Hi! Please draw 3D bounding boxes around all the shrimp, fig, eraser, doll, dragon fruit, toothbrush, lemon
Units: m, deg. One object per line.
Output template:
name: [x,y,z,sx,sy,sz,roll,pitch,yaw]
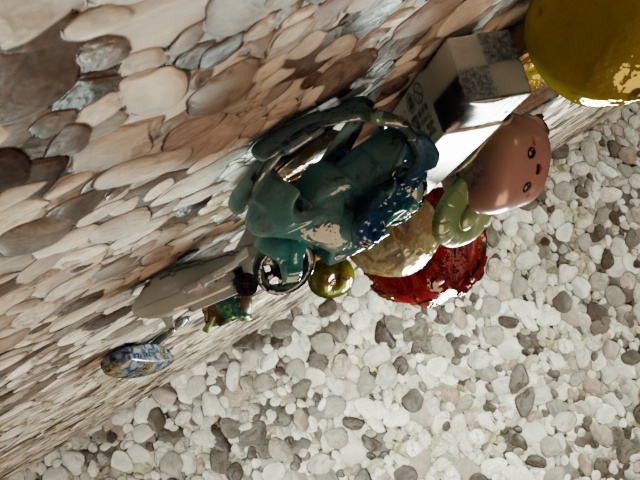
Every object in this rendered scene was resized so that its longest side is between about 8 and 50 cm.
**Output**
shrimp: [-0.039,-0.087,1.099,0.132,0.051,0.187,-5,147,-48]
fig: [0.014,0.077,2.267,0.133,0.185,0.126,-27,134,-6]
eraser: [0.158,-0.156,1.168,0.096,0.098,0.404,-12,167,-17]
doll: [0.266,-0.137,1.388,0.216,0.284,0.268,20,-155,40]
dragon fruit: [0.239,0.016,1.961,0.302,0.295,0.296,-8,-174,29]
toothbrush: [-0.380,0.236,1.901,0.027,0.021,0.269,-5,154,-47]
lemon: [0.341,-0.249,0.985,0.178,0.203,0.178,-17,156,-8]

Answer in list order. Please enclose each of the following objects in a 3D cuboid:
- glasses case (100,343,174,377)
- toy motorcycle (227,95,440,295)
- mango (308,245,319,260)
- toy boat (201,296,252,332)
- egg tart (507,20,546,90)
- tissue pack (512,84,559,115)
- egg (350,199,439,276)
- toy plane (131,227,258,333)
glasses case: [-0.400,0.267,1.812,0.087,0.065,0.248,-26,167,6]
toy motorcycle: [0.014,-0.061,0.987,0.260,0.154,0.206,-31,130,-14]
mango: [0.000,0.000,1.749,0.101,0.066,0.187,-39,179,-9]
toy boat: [-0.197,0.131,1.661,0.099,0.109,0.293,-63,-172,-17]
egg tart: [0.296,-0.264,1.170,0.191,0.074,0.191,-30,172,-5]
tissue pack: [0.398,-0.262,1.669,0.148,0.060,0.108,-30,171,-22]
egg: [0.147,-0.014,1.748,0.233,0.194,0.195,4,-158,44]
toy plane: [-0.174,0.064,1.292,0.255,0.101,0.251,-30,-176,-15]
